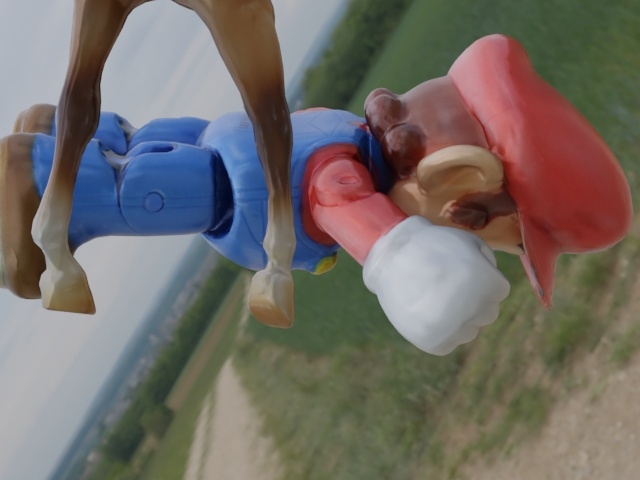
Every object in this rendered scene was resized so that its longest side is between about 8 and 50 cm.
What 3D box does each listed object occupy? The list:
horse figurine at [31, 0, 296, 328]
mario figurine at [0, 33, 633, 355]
[{"bbox_3d":[-0.076,-0.074,0.297,0.263,0.066,0.174,10,-98,-50],"label":"horse figurine"},{"bbox_3d":[0.000,0.000,0.694,0.170,0.320,0.198,86,-177,-53],"label":"mario figurine"}]
